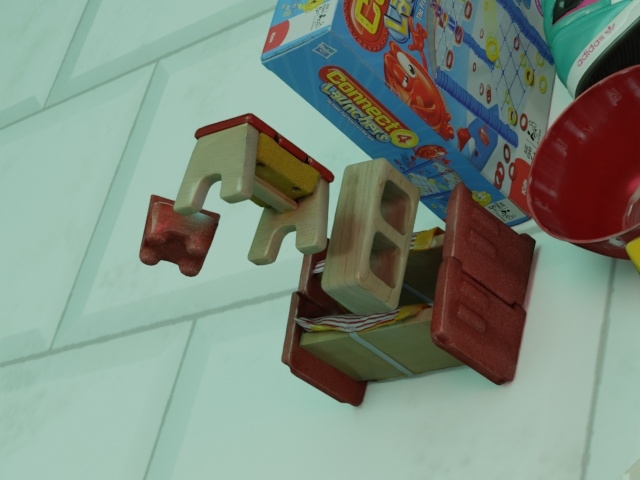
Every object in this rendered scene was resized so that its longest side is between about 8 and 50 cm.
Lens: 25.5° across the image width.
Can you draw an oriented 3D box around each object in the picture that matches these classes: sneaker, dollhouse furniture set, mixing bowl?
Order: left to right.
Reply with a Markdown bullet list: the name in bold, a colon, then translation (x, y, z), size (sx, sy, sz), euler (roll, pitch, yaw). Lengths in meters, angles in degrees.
- **dollhouse furniture set**: translation (0.000, 0.000, 1.235), size (0.201, 0.374, 0.152), euler (-13, 53, 40)
- **mixing bowl**: translation (0.277, -0.051, 1.201), size (0.181, 0.098, 0.181), euler (-30, 40, 29)
- **sneaker**: translation (0.322, -0.269, 1.341), size (0.295, 0.124, 0.178), euler (-42, 44, 15)

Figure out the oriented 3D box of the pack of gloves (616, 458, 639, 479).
- **pack of gloves**: translation (0.236, 0.299, 0.988), size (0.195, 0.046, 0.232), euler (-47, 43, 4)

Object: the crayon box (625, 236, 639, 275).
- **crayon box**: translation (0.309, 0.105, 0.922), size (0.081, 0.202, 0.318), euler (-33, 35, 8)

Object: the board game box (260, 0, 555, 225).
- **board game box**: translation (0.105, -0.212, 1.369), size (0.086, 0.302, 0.308), euler (-17, 47, 40)
